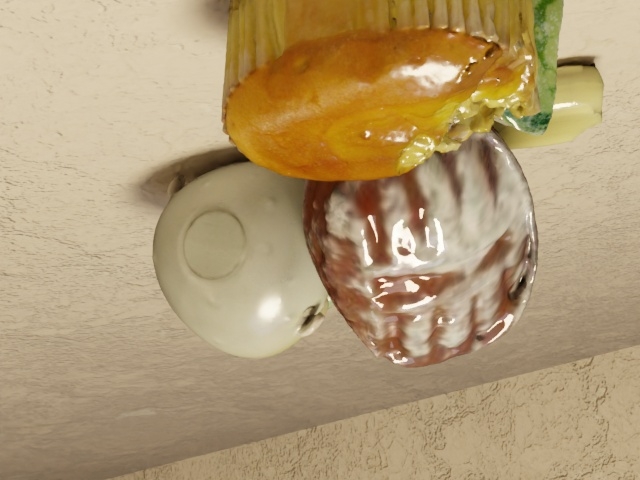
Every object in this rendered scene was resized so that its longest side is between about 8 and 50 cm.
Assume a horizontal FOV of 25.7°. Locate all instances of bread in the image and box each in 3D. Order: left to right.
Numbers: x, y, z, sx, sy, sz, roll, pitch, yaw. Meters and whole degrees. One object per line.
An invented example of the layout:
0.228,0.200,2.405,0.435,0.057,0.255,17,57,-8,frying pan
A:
0.043,-0.135,1.075,0.250,0.133,0.179,-13,148,22,bread

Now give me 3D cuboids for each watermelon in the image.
0.146,-0.178,1.195,0.098,0.121,0.158,8,-154,-7,watermelon

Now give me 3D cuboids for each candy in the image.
0.096,-0.010,1.329,0.214,0.157,0.289,-21,125,-5,candy

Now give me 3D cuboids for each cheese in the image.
0.155,-0.117,1.396,0.255,0.050,0.127,-11,166,10,cheese

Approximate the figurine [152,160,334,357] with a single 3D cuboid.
0.000,0.000,1.538,0.274,0.226,0.394,-46,158,16,figurine
